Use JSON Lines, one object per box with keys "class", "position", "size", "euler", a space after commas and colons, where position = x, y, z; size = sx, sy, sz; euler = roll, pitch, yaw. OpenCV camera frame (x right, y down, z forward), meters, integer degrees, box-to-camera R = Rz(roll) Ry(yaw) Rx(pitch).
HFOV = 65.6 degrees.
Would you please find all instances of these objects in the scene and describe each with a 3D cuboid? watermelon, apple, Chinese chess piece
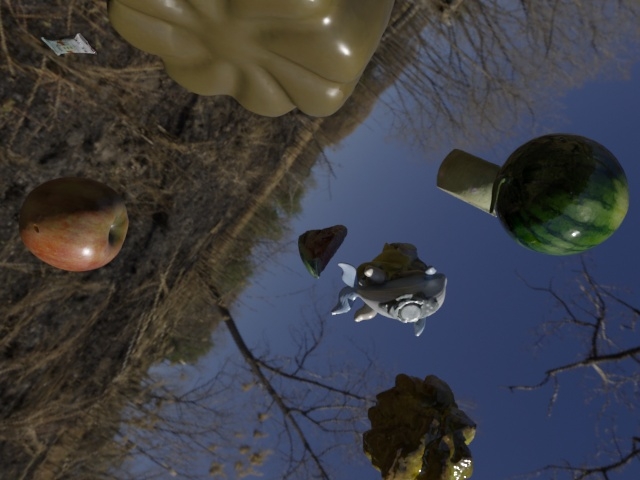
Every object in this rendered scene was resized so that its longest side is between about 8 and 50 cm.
{"class": "watermelon", "position": [0.000, 0.000, 1.180], "size": [0.139, 0.071, 0.187], "euler": [-39, -156, 12]}
{"class": "watermelon", "position": [0.348, -0.072, 0.751], "size": [0.188, 0.215, 0.188], "euler": [-164, -90, -77]}
{"class": "apple", "position": [-0.486, -0.034, 0.983], "size": [0.188, 0.174, 0.188], "euler": [-165, -90, -87]}
{"class": "Chinese chess piece", "position": [0.386, -0.117, 1.128], "size": [0.101, 0.250, 0.250], "euler": [-64, -170, 12]}

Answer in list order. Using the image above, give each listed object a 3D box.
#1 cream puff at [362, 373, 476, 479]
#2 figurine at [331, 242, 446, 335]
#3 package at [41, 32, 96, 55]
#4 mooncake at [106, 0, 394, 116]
{"class": "cream puff", "position": [0.206, 0.396, 1.013], "size": [0.244, 0.244, 0.196], "euler": [-52, 167, -1]}
{"class": "figurine", "position": [0.119, 0.072, 0.833], "size": [0.184, 0.208, 0.128], "euler": [-119, -145, -62]}
{"class": "package", "position": [-0.395, -0.307, 0.778], "size": [0.110, 0.037, 0.015], "euler": [13, -119, 32]}
{"class": "mooncake", "position": [-0.091, -0.316, 0.635], "size": [0.378, 0.378, 0.200], "euler": [-27, -138, 64]}
